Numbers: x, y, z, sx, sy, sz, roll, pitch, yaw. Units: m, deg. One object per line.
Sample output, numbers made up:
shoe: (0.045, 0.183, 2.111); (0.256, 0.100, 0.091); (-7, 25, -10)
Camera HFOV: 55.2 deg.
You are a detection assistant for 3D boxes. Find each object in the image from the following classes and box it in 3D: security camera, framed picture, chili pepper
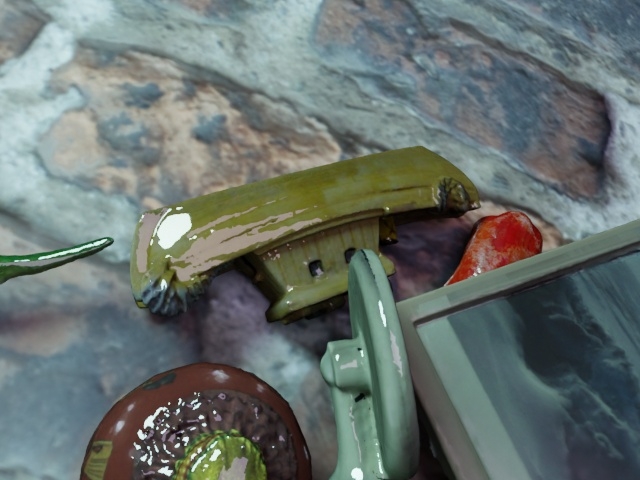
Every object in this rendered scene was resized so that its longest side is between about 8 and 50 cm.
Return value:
security camera: (0.030, 0.157, 0.411); (0.080, 0.157, 0.301); (-7, 82, -1)
framed picture: (0.271, 0.192, 0.424); (0.326, 0.028, 0.446); (-18, 61, -13)
chili pepper: (0.158, 0.028, 0.567); (0.073, 0.070, 0.123); (21, 63, 22)

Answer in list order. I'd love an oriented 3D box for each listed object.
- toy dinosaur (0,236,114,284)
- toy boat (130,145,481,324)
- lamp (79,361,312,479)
toy dinosaur: (-0.400, -0.014, 0.416); (0.447, 0.087, 0.300); (-20, 69, -25)
toy boat: (0.000, 0.000, 0.520); (0.321, 0.089, 0.121); (-16, 80, -23)
lamp: (-0.077, 0.158, 0.405); (0.157, 0.135, 0.156); (42, 63, 5)
